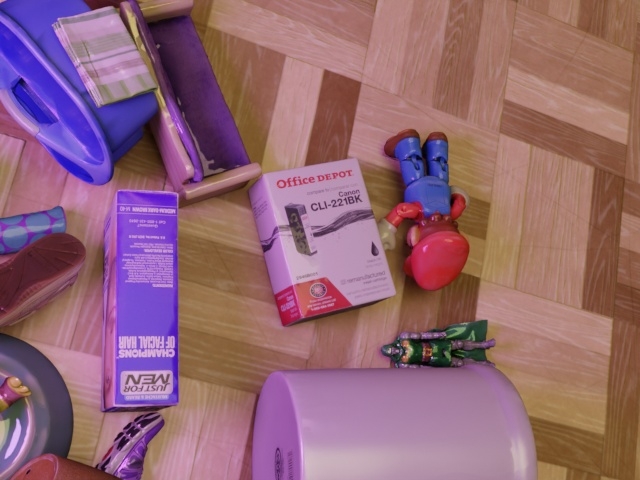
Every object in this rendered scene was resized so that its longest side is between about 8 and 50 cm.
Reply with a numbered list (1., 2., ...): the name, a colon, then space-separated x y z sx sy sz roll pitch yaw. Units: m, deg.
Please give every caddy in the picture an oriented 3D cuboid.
1. caddy: -0.433 -0.249 1.381 0.341 0.241 0.179 49 61 -3

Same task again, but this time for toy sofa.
1. toy sofa: -0.238 -0.254 1.491 0.150 0.177 0.363 -20 84 -24

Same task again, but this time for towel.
1. towel: -0.329 -0.287 1.298 0.113 0.023 0.152 -28 86 -35

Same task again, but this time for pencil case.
1. pencil case: -0.499 -0.014 1.390 0.151 0.070 0.065 -12 116 -26

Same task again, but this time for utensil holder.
1. utensil holder: 0.106 0.369 1.394 0.385 0.327 0.328 3 76 -17

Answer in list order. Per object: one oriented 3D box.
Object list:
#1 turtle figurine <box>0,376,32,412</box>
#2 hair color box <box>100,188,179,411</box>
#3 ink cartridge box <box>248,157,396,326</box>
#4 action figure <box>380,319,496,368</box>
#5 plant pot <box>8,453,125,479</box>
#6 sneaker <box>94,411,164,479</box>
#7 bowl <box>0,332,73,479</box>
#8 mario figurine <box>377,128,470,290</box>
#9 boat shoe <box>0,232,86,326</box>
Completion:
1. turtle figurine: -0.496 0.267 1.131 0.269 0.087 0.217 36 59 0
2. hair color box: -0.297 0.105 1.373 0.110 0.185 0.339 1 76 -21
3. ink cartridge box: 0.000 0.000 1.552 0.196 0.114 0.273 -12 81 -23
4. action figure: 0.225 0.217 1.618 0.232 0.063 0.137 3 79 -17
5. plant pot: -0.339 0.429 1.204 0.237 0.237 0.254 -51 121 -24
6. sneaker: -0.312 0.358 1.381 0.071 0.068 0.170 44 74 -23
7. bowl: -0.523 0.278 1.255 0.311 0.163 0.312 5 74 -19
8. mario figurine: 0.195 -0.049 1.661 0.197 0.170 0.321 -10 66 13
9. boat shoe: -0.500 0.094 1.312 0.109 0.098 0.302 40 47 15
